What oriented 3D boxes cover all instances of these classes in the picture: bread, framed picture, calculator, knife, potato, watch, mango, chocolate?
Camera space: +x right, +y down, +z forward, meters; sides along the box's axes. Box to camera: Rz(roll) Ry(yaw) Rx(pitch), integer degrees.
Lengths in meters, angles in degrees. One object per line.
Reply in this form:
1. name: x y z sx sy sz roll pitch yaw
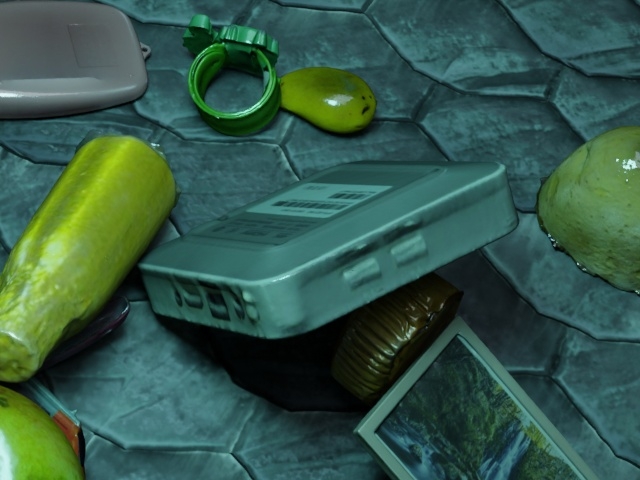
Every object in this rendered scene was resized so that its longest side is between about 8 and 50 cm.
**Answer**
1. bread: 0.093 0.118 1.877 0.104 0.199 0.199 38 55 15
2. framed picture: 0.212 0.286 1.824 0.324 0.020 0.240 50 55 -4
3. calculator: -0.411 -0.277 2.129 0.329 0.048 0.220 -7 55 -21
4. knife: -0.373 0.138 1.832 0.278 0.053 0.123 -23 51 -21
5. potato: 0.474 -0.064 2.098 0.285 0.242 0.242 29 53 4
6. watch: -0.140 -0.238 2.135 0.165 0.131 0.152 10 75 8
7. mango: 0.006 -0.216 2.175 0.161 0.076 0.103 13 58 6
8. chocolate: -0.322 0.021 1.791 0.162 0.162 0.445 22 33 2

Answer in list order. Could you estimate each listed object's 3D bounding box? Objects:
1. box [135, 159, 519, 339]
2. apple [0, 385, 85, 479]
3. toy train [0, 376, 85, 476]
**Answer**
1. box: 0.000 -0.001 1.847 0.396 0.396 0.111 -25 105 -29
2. apple: -0.409 0.313 1.527 0.339 0.339 0.339 7 54 -9
3. toy train: -0.418 0.139 1.712 0.409 0.086 0.089 44 83 -6
